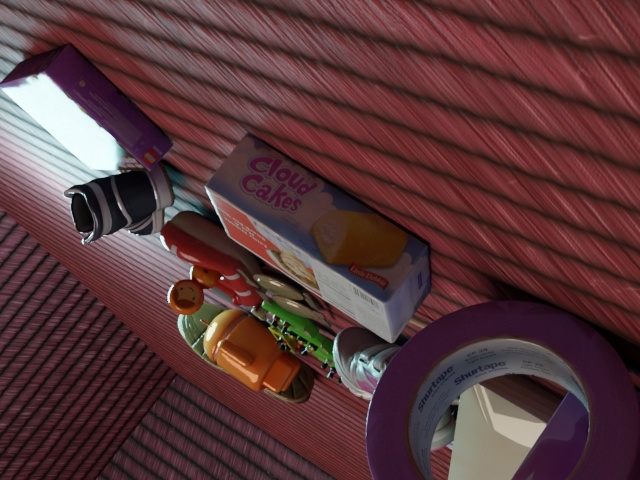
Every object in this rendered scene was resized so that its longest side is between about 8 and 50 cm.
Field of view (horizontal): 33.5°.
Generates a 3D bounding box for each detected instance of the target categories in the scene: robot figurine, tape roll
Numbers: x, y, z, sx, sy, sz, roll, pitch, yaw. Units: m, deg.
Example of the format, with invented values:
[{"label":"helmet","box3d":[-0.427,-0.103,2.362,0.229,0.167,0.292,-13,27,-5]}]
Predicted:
[{"label":"robot figurine","box3d":[-0.150,0.227,2.204,0.219,0.158,0.128,33,135,14]},{"label":"tape roll","box3d":[0.189,0.201,1.083,0.274,0.275,0.090,27,161,34]}]

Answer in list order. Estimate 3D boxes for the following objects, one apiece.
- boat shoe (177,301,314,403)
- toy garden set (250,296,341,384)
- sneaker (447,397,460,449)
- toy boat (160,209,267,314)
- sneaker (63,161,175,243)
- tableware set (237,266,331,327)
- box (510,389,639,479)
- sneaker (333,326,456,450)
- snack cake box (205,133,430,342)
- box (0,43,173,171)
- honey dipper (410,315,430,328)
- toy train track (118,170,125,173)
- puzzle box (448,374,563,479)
[{"label":"boat shoe","box3d":[-0.165,0.259,2.357,0.342,0.123,0.123,28,162,11]},{"label":"toy garden set","box3d":[-0.050,0.177,1.946,0.203,0.049,0.244,27,166,39]},{"label":"sneaker","box3d":[0.245,0.295,1.592,0.086,0.085,0.237,36,168,-38]},{"label":"toy boat","box3d":[-0.195,0.057,1.759,0.151,0.151,0.231,28,162,29]},{"label":"sneaker","box3d":[-0.332,-0.048,1.712,0.099,0.153,0.282,66,161,4]},{"label":"tableware set","box3d":[-0.049,0.079,1.719,0.128,0.039,0.194,19,165,19]},{"label":"box","box3d":[0.320,0.297,1.129,0.213,0.243,0.117,28,162,34]},{"label":"sneaker","box3d":[0.114,0.196,1.596,0.252,0.103,0.111,37,143,36]},{"label":"snack cake box","box3d":[0.000,0.000,1.274,0.264,0.089,0.152,33,166,18]},{"label":"box","box3d":[-0.355,-0.189,1.577,0.201,0.057,0.293,45,163,-23]},{"label":"honey dipper","box3d":[0.113,0.101,1.434,0.160,0.030,0.030,25,160,33]},{"label":"toy train track","box3d":[-0.345,-0.127,1.820,0.048,0.014,0.083,36,165,4]},{"label":"puzzle box","box3d":[0.352,0.349,1.375,0.409,0.052,0.272,30,137,29]}]
